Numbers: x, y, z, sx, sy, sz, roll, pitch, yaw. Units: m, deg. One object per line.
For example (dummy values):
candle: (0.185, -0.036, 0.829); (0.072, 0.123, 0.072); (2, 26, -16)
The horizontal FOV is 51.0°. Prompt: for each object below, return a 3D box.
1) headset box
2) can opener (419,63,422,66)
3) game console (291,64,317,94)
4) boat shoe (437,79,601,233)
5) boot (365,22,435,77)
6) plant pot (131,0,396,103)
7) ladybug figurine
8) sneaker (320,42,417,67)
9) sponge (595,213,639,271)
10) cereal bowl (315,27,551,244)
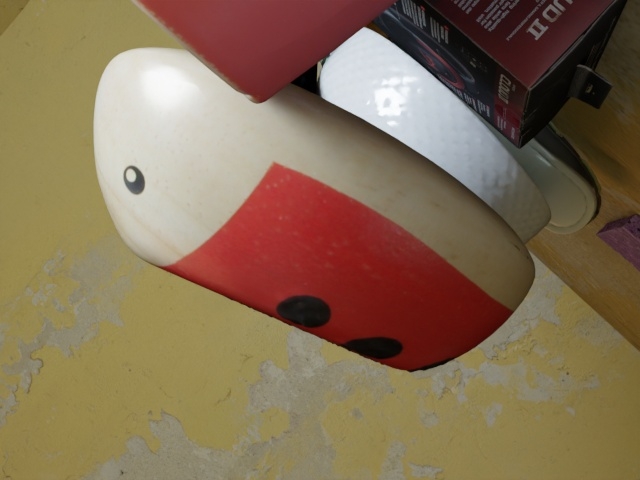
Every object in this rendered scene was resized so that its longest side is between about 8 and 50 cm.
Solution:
headset box: (0.127, -0.211, 0.583); (0.293, 0.110, 0.218); (45, -172, 14)
can opener: (0.144, -0.275, 1.018); (0.283, 0.095, 0.076); (42, -174, -5)
game console: (-0.023, -0.256, 0.768); (0.044, 0.361, 0.213); (3, -140, 2)
boat shoe: (0.271, -0.138, 0.940); (0.305, 0.109, 0.091); (52, -146, 16)
boot: (0.074, -0.321, 0.832); (0.295, 0.104, 0.211); (41, 180, 23)
plant pot: (-0.024, -0.225, 0.348); (0.275, 0.243, 0.275); (43, -174, -6)
ladybug figurine: (0.000, 0.000, 0.602); (0.450, 0.161, 0.305); (27, 171, -26)
sneaker: (0.086, -0.281, 1.150); (0.344, 0.134, 0.146); (11, -127, -57)
sponge: (0.511, 0.015, 1.067); (0.117, 0.031, 0.210); (44, -173, 11)
cereal bowl: (0.113, -0.092, 0.833); (0.339, 0.141, 0.339); (43, -174, -6)
